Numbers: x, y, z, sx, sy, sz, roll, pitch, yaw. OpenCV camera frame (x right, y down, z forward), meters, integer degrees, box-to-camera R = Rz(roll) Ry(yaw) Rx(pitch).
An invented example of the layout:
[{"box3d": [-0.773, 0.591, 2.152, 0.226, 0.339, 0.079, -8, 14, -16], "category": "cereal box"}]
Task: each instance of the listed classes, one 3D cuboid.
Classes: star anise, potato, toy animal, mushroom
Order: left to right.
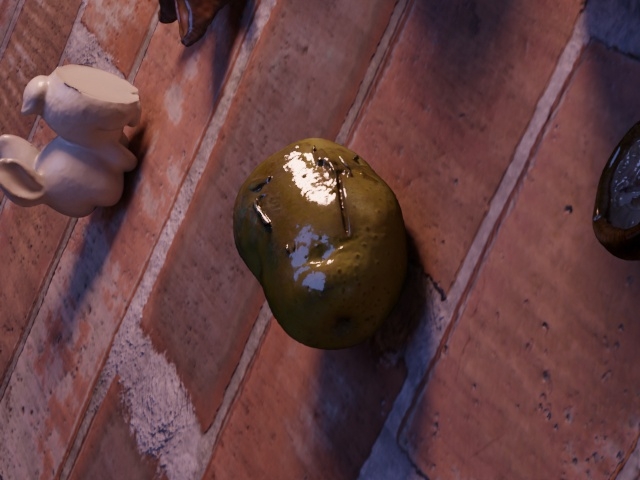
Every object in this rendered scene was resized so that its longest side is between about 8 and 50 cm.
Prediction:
[{"box3d": [-0.327, -0.130, 2.462, 0.193, 0.178, 0.127, -61, 26, 18], "category": "toy animal"}, {"box3d": [-0.128, -0.405, 2.326, 0.349, 0.109, 0.292, -58, 35, 26], "category": "star anise"}, {"box3d": [0.000, 0.000, 1.778, 0.248, 0.143, 0.169, -111, 35, -52], "category": "potato"}, {"box3d": [0.251, -0.042, 1.416, 0.123, 0.052, 0.123, -49, 27, 36], "category": "mushroom"}]
